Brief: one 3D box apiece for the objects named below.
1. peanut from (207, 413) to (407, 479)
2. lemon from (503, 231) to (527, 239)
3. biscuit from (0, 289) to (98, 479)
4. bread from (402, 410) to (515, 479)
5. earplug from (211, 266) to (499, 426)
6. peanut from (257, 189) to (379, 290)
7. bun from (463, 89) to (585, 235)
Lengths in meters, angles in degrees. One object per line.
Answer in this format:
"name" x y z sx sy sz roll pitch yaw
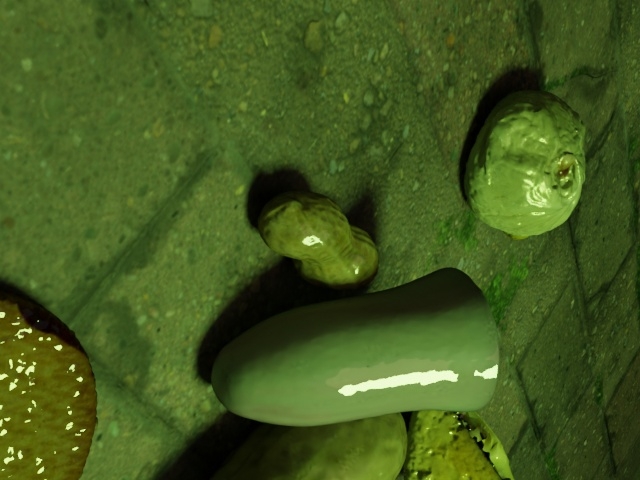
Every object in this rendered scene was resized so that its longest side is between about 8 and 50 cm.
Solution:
"peanut" -0.032 0.311 1.009 0.387 0.169 0.192 -43 105 -30
"lemon" 0.316 -0.037 1.385 0.083 0.062 0.062 -66 149 -25
"biscuit" -0.307 0.177 0.684 0.305 0.038 0.305 -29 129 -42
"bread" 0.212 0.358 1.347 0.163 0.262 0.204 -32 159 5
"earplug" 0.027 0.135 0.974 0.301 0.172 0.172 -8 119 -22
"peanut" -0.002 0.002 0.960 0.089 0.089 0.193 -60 142 -9
"bun" 0.311 -0.111 1.258 0.220 0.134 0.220 -17 117 -38
